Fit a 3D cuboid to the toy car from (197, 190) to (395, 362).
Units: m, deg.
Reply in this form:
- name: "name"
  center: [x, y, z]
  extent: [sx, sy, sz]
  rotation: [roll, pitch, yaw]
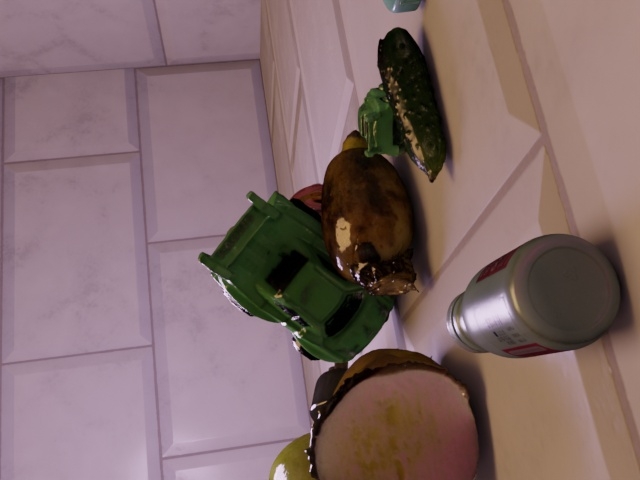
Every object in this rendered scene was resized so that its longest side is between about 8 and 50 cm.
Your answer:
- name: "toy car"
  center: [-0.033, 0.068, 1.201]
  extent: [0.358, 0.213, 0.176]
  rotation: [40, 179, -17]

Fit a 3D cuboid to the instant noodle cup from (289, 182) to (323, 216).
- name: "instant noodle cup"
  center: [0.000, 0.000, 1.436]
  extent: [0.255, 0.243, 0.244]
  rotation: [-94, 2, -65]

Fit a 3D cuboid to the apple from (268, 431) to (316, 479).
- name: "apple"
  center: [0.015, 0.586, 1.605]
  extent: [0.292, 0.253, 0.292]
  rotation: [171, 90, -78]

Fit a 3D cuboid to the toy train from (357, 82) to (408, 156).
- name: "toy train"
  center: [0.091, -0.183, 1.064]
  extent: [0.149, 0.081, 0.099]
  rotation: [-112, 16, -62]

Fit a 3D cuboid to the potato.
- name: "potato"
  center: [0.104, 0.257, 0.985]
  extent: [0.266, 0.229, 0.230]
  rotation: [7, -104, -82]

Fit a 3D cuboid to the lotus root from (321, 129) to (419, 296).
- name: "lotus root"
  center: [0.069, -0.043, 1.109]
  extent: [0.169, 0.141, 0.314]
  rotation: [94, 168, -58]

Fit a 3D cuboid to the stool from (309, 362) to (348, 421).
- name: "stool"
  center: [0.082, 0.300, 1.382]
  extent: [0.153, 0.227, 0.139]
  rotation: [41, -136, -31]

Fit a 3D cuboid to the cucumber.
- name: "cucumber"
  center: [0.122, -0.179, 0.918]
  extent: [0.069, 0.069, 0.228]
  rotation: [104, 154, -69]

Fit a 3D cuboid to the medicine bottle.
- name: "medicine bottle"
  center: [0.173, 0.059, 0.621]
  extent: [0.217, 0.090, 0.091]
  rotation: [114, 149, -76]

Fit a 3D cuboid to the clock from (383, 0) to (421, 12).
- name: "clock"
  center: [0.100, -0.384, 0.921]
  extent: [0.108, 0.045, 0.147]
  rotation: [107, 150, -59]
